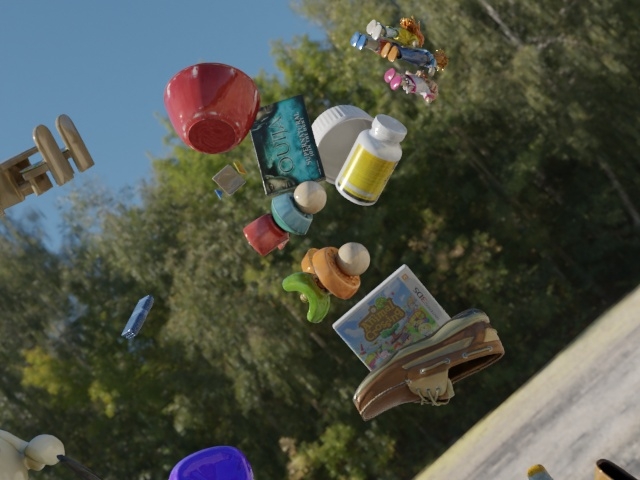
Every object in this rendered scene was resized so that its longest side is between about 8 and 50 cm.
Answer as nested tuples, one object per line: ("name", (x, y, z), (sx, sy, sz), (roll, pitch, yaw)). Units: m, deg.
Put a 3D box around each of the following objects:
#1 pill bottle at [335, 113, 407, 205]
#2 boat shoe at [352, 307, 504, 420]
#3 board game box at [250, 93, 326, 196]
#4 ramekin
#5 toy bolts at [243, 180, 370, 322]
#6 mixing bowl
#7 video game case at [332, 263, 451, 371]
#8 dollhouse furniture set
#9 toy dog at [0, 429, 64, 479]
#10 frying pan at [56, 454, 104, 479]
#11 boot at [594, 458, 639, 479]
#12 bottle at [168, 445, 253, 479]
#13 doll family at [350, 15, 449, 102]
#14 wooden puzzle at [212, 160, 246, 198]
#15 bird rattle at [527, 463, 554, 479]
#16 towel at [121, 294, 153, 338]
("pill bottle", (0.113, -0.174, 1.834), (0.103, 0.103, 0.184), (-26, -31, -55))
("boat shoe", (0.218, 0.263, 1.687), (0.324, 0.120, 0.123), (-33, -31, -2))
("board game box", (-0.072, -0.193, 1.725), (0.126, 0.186, 0.026), (-17, -15, 6))
("ramekin", (0.064, -0.261, 2.264), (0.207, 0.109, 0.207), (-12, -51, -15))
("toy bolts", (0.000, 0.000, 1.570), (0.158, 0.228, 0.218), (-41, -2, 23))
("mixing bowl", (-0.199, -0.224, 1.562), (0.181, 0.098, 0.181), (-2, -39, -2))
("video game case", (0.167, 0.192, 1.885), (0.212, 0.193, 0.023), (-40, 11, 1))
("dollhouse furniture set", (-0.496, -0.116, 1.237), (0.212, 0.161, 0.242), (-21, 15, 15))
("toy dog", (-0.627, 0.433, 1.472), (0.285, 0.395, 0.408), (-72, -22, -53))
("frying pan", (-0.272, 0.457, 1.370), (0.326, 0.197, 0.053), (44, -112, -38))
("boot", (0.302, 0.375, 0.975), (0.096, 0.264, 0.281), (-15, -62, -24))
("bottle", (-0.168, 0.387, 1.270), (0.118, 0.092, 0.283), (-15, -25, -17))
("doll family", (0.203, -0.429, 1.933), (0.163, 0.263, 0.118), (3, -49, -38))
("wooden puzzle", (-0.252, -0.167, 2.357), (0.116, 0.079, 0.014), (-37, -8, -26))
("bird rattle", (0.430, 0.492, 1.449), (0.143, 0.254, 0.207), (-33, 29, 6))
("towel", (-0.482, 0.204, 2.261), (0.067, 0.029, 0.120), (-27, 33, 49))
